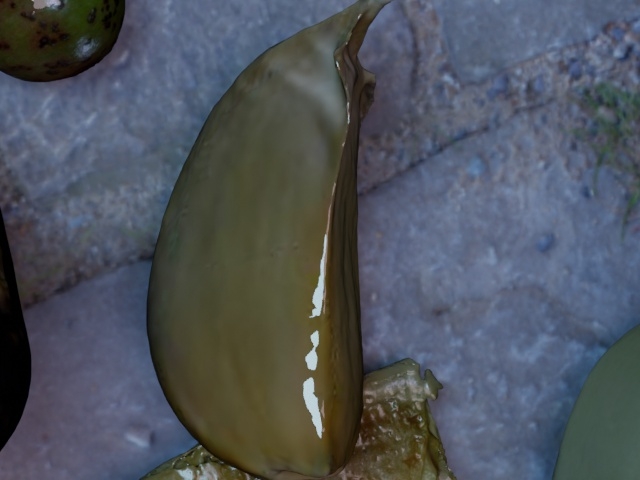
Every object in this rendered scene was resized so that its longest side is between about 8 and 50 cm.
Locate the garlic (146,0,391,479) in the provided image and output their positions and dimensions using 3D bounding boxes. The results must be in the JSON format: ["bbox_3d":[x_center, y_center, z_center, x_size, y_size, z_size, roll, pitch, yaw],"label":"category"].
[{"bbox_3d":[-0.006,-0.013,1.068,0.151,0.196,0.338,10,91,-34],"label":"garlic"}]

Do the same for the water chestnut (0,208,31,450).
[{"bbox_3d":[-0.329,0.030,0.889,0.302,0.350,0.350,-27,105,5],"label":"water chestnut"}]

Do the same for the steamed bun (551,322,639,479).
[{"bbox_3d":[0.335,0.279,1.115,0.290,0.371,0.456,-17,98,-14],"label":"steamed bun"}]

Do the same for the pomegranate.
[{"bbox_3d":[-0.177,-0.164,1.024,0.130,0.130,0.130,-2,98,-17],"label":"pomegranate"}]

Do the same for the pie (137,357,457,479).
[{"bbox_3d":[-0.029,0.182,1.144,0.282,0.068,0.129,-22,92,-14],"label":"pie"}]
